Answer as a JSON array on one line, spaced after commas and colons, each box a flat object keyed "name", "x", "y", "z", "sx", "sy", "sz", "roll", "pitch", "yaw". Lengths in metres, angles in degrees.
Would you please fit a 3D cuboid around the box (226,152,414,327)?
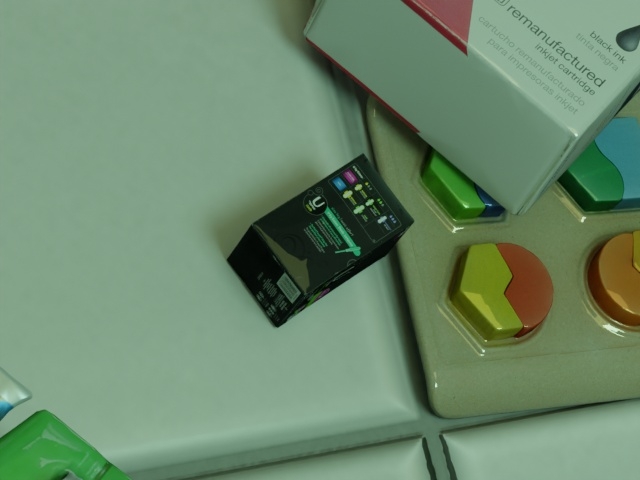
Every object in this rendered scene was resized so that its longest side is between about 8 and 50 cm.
[{"name": "box", "x": 0.000, "y": 0.000, "z": 1.071, "sx": 0.083, "sy": 0.062, "sz": 0.052, "roll": -34, "pitch": 83, "yaw": -26}]

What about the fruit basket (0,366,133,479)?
[{"name": "fruit basket", "x": -0.165, "y": 0.268, "z": 0.866, "sx": 0.327, "sy": 0.165, "sz": 0.353, "roll": 40, "pitch": 67, "yaw": -1}]

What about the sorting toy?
[{"name": "sorting toy", "x": 0.137, "y": -0.006, "z": 1.131, "sx": 0.193, "sy": 0.038, "sz": 0.208, "roll": -4, "pitch": 72, "yaw": -20}]

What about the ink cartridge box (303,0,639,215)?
[{"name": "ink cartridge box", "x": 0.134, "y": -0.158, "z": 1.131, "sx": 0.172, "sy": 0.100, "sz": 0.237, "roll": 41, "pitch": 58, "yaw": 7}]
